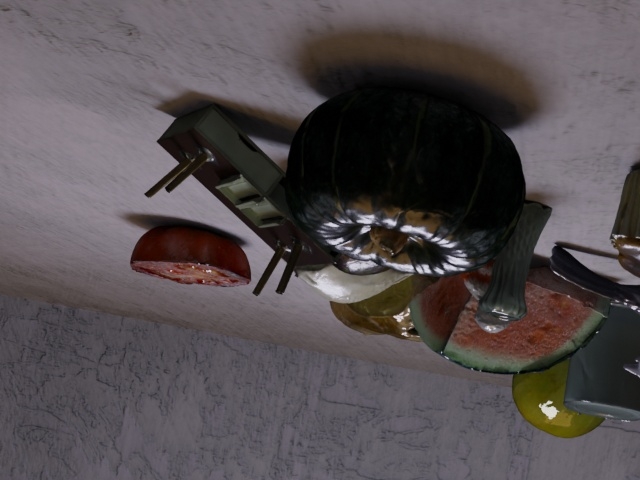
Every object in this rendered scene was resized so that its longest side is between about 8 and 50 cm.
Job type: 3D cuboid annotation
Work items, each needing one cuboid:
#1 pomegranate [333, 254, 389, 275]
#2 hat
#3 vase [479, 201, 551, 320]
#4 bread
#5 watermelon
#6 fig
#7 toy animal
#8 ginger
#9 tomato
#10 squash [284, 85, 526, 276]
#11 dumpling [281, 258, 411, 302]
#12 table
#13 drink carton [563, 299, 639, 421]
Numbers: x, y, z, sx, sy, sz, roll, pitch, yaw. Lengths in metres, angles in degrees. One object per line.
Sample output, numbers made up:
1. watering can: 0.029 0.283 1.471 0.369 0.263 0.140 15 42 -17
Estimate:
1. pomegranate: 0.065 -0.033 1.679 0.126 0.138 0.163 14 128 -32
2. hat: 0.229 0.045 1.775 0.112 0.162 0.094 14 167 -34
3. vase: 0.246 0.027 1.688 0.081 0.148 0.081 12 170 2
4. bread: 0.428 -0.001 1.460 0.192 0.109 0.210 9 169 20
5. watermelon: 0.299 0.113 2.030 0.318 0.148 0.226 -6 131 3
6. fig: 0.495 0.271 2.601 0.207 0.230 0.207 26 -162 -9
7. toy animal: 0.504 0.120 1.908 0.367 0.081 0.205 9 125 7
8. ginger: 0.137 0.111 2.256 0.276 0.130 0.221 17 164 37
9. tomato: -0.227 0.026 2.360 0.225 0.085 0.225 9 166 2
10. squash: 0.087 -0.060 1.358 0.252 0.165 0.252 14 171 2
11. dumpling: 0.032 0.001 1.818 0.216 0.166 0.126 -15 147 -13
12. table: -0.099 -0.037 1.584 0.240 0.111 0.121 43 158 -18
13. drink carton: 0.503 0.201 2.239 0.191 0.189 0.185 10 164 3
